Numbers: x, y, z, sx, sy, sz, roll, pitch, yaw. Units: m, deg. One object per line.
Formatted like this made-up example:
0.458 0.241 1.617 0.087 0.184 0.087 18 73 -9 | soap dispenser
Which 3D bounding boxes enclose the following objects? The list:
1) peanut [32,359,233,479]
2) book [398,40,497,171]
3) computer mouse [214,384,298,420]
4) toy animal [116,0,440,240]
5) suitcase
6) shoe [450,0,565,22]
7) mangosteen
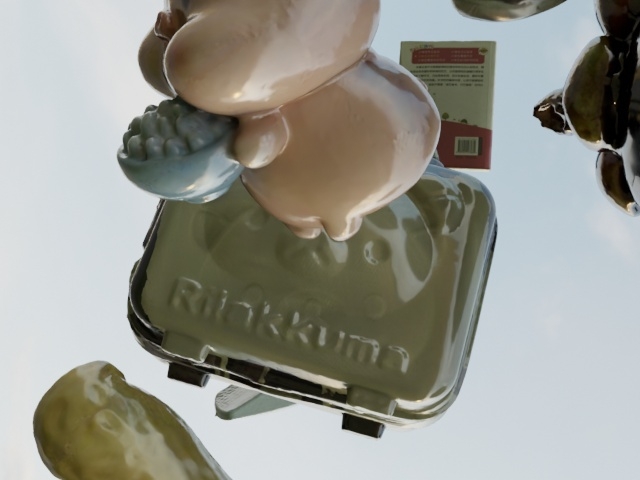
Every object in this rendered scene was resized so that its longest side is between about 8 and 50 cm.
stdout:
-0.156 0.256 0.894 0.147 0.147 0.319 -2 -51 57 | peanut
0.202 -0.222 1.527 0.022 0.162 0.232 63 31 -69 | book
-0.079 0.263 1.654 0.079 0.231 0.128 65 -9 -13 | computer mouse
-0.017 -0.121 0.690 0.210 0.221 0.229 17 -89 66 | toy animal
0.000 0.000 0.963 0.194 0.352 0.339 94 13 -65 | suitcase
0.192 -0.316 0.770 0.114 0.137 0.291 19 -101 37 | shoe
0.361 -0.127 0.814 0.347 0.307 0.307 13 -74 33 | mangosteen
